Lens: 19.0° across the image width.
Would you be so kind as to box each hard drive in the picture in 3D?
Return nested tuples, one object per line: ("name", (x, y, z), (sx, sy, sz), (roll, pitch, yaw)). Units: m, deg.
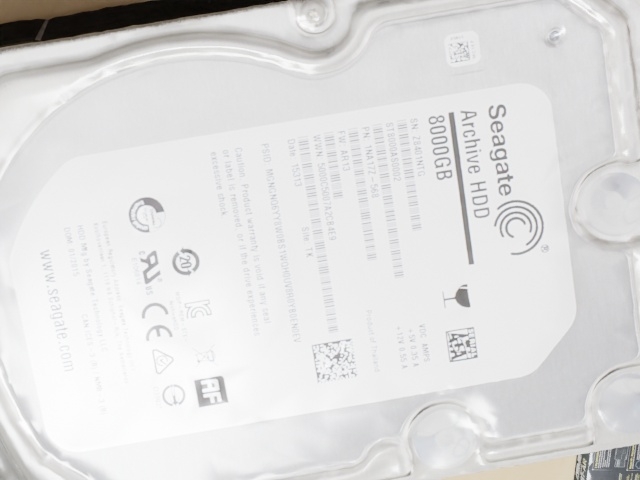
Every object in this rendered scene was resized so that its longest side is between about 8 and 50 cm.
("hard drive", (0.000, 0.000, 0.861), (0.339, 0.064, 0.236), (-9, 108, -2))

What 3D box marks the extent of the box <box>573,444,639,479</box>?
("box", (0.165, 0.106, 0.972), (0.067, 0.018, 0.083), (1, 105, -12))
